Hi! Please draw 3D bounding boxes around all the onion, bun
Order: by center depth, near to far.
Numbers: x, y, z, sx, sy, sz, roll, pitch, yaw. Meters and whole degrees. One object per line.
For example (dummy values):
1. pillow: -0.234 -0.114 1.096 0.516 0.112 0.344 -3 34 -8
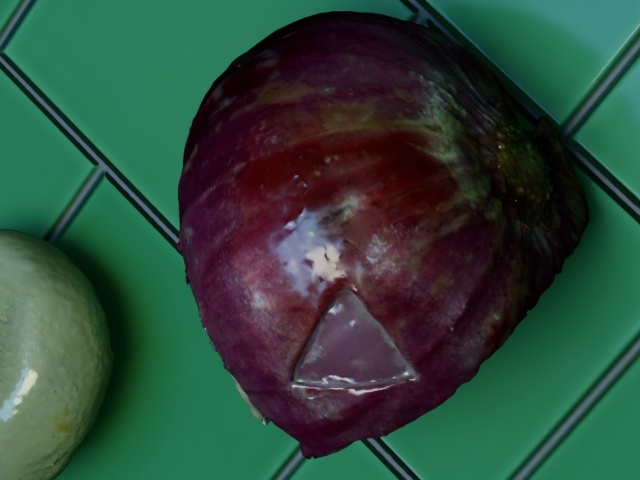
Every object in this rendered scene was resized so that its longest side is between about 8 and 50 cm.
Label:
1. onion: 0.017 -0.019 1.199 0.272 0.256 0.230 -31 98 6
2. bun: -0.227 0.100 1.415 0.222 0.127 0.222 -21 61 43
